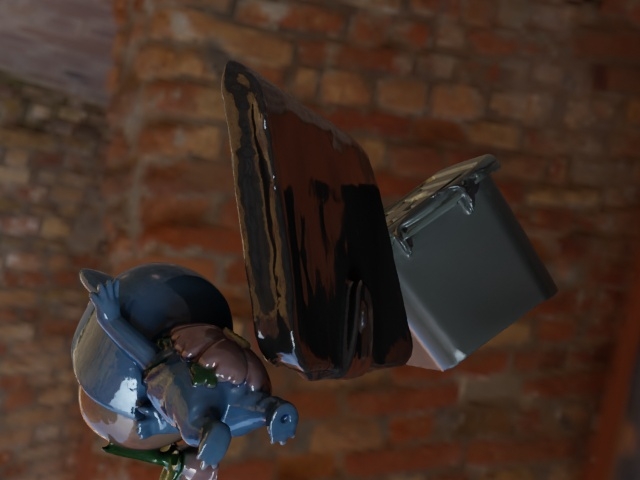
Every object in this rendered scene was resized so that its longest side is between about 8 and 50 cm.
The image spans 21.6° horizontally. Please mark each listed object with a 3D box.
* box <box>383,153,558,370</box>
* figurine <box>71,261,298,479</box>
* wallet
[{"bbox_3d":[0.105,0.026,1.493,0.135,0.163,0.243,55,171,-4],"label":"box"},{"bbox_3d":[-0.091,0.097,1.019,0.114,0.145,0.178,1,-160,-33],"label":"figurine"},{"bbox_3d":[0.000,0.000,1.161,0.051,0.197,0.377,-11,173,11],"label":"wallet"}]
